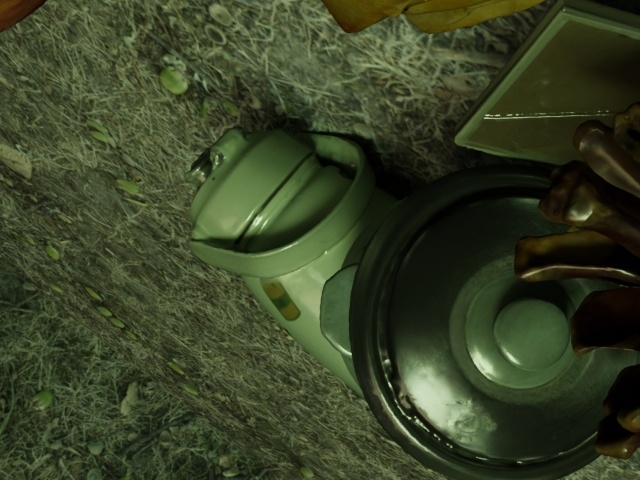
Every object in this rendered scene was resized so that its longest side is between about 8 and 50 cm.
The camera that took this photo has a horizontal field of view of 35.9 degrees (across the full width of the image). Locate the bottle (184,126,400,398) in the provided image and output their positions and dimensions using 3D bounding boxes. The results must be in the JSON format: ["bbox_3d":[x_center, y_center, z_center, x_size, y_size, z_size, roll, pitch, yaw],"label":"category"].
[{"bbox_3d":[0.000,0.000,1.128,0.352,0.229,0.229,40,153,2],"label":"bottle"}]

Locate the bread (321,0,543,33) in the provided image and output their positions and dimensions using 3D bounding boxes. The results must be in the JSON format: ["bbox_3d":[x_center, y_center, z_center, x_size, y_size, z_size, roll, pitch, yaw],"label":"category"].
[{"bbox_3d":[0.065,-0.286,0.616,0.370,0.191,0.314,49,151,-19],"label":"bread"}]

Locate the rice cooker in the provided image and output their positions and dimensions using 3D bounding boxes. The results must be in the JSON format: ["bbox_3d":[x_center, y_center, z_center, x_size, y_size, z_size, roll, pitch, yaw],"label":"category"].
[{"bbox_3d":[0.147,0.070,0.881,0.317,0.264,0.316,6,179,0],"label":"rice cooker"}]

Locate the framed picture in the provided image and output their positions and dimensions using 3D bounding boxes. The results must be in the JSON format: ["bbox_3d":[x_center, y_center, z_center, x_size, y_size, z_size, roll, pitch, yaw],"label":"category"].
[{"bbox_3d":[0.253,-0.093,0.750,0.260,0.023,0.189,12,155,-11],"label":"framed picture"}]

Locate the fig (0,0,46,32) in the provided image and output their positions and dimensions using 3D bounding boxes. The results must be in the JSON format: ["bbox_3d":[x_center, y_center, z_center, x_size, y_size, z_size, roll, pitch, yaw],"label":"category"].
[{"bbox_3d":[-0.408,-0.327,1.085,0.263,0.224,0.224,-29,116,21],"label":"fig"}]

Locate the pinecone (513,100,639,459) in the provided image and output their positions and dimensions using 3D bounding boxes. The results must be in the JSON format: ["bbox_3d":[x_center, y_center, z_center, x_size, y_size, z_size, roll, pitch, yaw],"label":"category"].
[{"bbox_3d":[0.300,0.047,0.634,0.384,0.384,0.384,28,152,17],"label":"pinecone"}]
